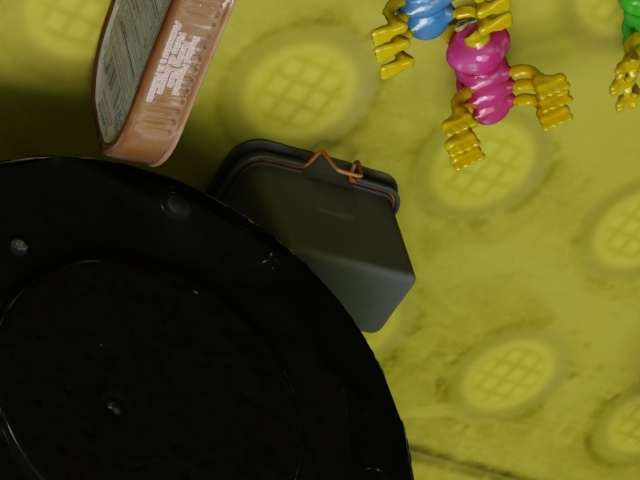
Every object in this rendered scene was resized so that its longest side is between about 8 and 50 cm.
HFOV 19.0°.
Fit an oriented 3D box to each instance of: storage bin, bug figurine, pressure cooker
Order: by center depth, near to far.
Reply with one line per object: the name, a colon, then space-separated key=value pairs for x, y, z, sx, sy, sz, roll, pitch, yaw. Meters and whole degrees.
pressure cooker: x=-0.184 y=0.199 z=1.156 sx=0.370 sy=0.375 sz=0.420 roll=22 pitch=134 yaw=-21
bug figurine: x=0.152 y=-0.157 z=1.180 sx=0.279 sy=0.072 sz=0.216 roll=-21 pitch=142 yaw=-8
storage bin: x=0.000 y=0.000 z=1.253 sx=0.135 sy=0.091 sz=0.098 roll=14 pitch=125 yaw=-33

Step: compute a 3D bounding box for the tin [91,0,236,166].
tin: x=-0.088 y=-0.128 z=1.085 sx=0.040 sy=0.106 sz=0.189 roll=6 pitch=128 yaw=-26
